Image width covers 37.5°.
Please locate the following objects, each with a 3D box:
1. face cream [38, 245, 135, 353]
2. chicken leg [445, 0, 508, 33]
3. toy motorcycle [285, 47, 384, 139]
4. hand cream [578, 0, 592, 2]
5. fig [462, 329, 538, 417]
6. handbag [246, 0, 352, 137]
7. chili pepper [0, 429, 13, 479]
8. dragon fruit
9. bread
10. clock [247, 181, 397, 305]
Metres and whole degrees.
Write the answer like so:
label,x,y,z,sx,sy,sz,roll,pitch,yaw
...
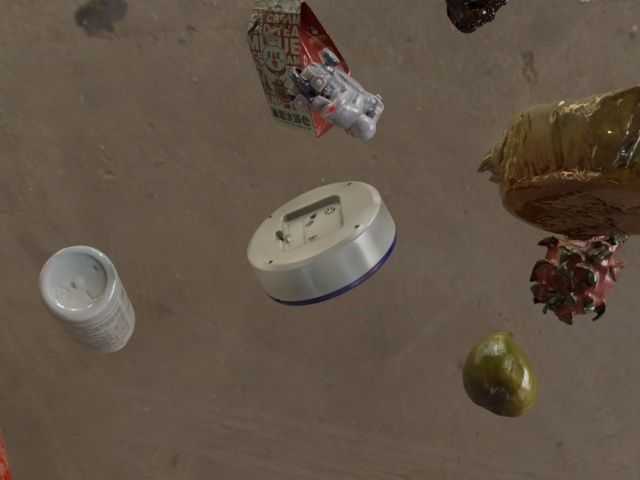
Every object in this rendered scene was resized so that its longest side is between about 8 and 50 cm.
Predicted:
label,x,y,z,sx,sy,sz,roll,pitch,yaw
face cream,-0.255,0.078,1.062,0.082,0.269,0.082,2,74,-6
chicken leg,0.210,-0.350,1.137,0.093,0.053,0.205,21,104,36
toy motorcycle,0.040,-0.251,1.718,0.171,0.260,0.110,48,109,15
hand cream,0.544,-0.424,1.448,0.314,0.140,0.089,-11,116,12
fig,0.312,0.239,1.644,0.136,0.153,0.120,10,31,37
handbag,-0.039,-0.391,2.043,0.151,0.298,0.171,-35,37,-27
chili pepper,-0.200,0.168,0.495,0.086,0.084,0.192,-14,85,9
dragon fruit,0.445,0.031,1.588,0.137,0.135,0.236,21,77,35
bread,0.406,-0.099,1.275,0.236,0.388,0.183,4,89,-24
clock,0.000,0.000,1.468,0.230,0.230,0.083,-30,117,-1
